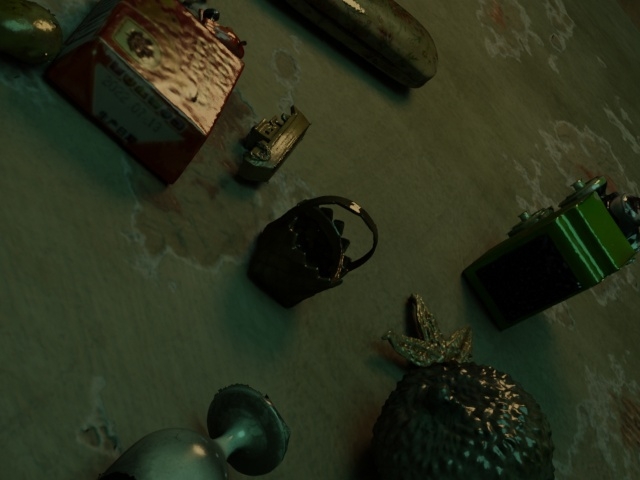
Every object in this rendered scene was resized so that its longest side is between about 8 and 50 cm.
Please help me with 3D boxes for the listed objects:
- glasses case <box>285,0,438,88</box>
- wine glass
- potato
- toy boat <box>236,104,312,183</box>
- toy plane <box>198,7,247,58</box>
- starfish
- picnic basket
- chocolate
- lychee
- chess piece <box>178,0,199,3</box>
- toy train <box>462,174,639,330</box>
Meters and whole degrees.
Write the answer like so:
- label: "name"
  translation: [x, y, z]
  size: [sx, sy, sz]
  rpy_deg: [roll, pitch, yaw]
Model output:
- label: "glasses case"
  translation: [0.059, -0.431, 2.084]
  size: [0.425, 0.098, 0.156]
  rpy_deg: [30, 39, -31]
- label: "wine glass"
  translation: [-0.145, 0.258, 1.251]
  size: [0.126, 0.126, 0.241]
  rpy_deg: [59, 33, 5]
- label: "potato"
  translation: [-0.394, -0.274, 1.436]
  size: [0.138, 0.070, 0.091]
  rpy_deg: [10, 40, -47]
- label: "toy boat"
  translation: [-0.077, -0.154, 1.731]
  size: [0.072, 0.064, 0.206]
  rpy_deg: [33, 35, -1]
- label: "toy plane"
  translation: [-0.201, -0.333, 1.714]
  size: [0.194, 0.077, 0.126]
  rpy_deg: [42, 50, -18]
- label: "starfish"
  translation: [0.205, 0.192, 1.790]
  size: [0.295, 0.048, 0.231]
  rpy_deg: [41, 37, -22]
- label: "picnic basket"
  translation: [0.000, 0.000, 1.586]
  size: [0.128, 0.178, 0.138]
  rpy_deg: [40, 37, -22]
- label: "chocolate"
  translation: [-0.232, -0.239, 1.572]
  size: [0.235, 0.108, 0.237]
  rpy_deg: [44, 35, -19]
- label: "lychee"
  translation: [0.199, 0.296, 1.547]
  size: [0.255, 0.255, 0.274]
  rpy_deg: [-82, 159, -45]
- label: "chess piece"
  translation: [-0.204, -0.400, 1.804]
  size: [0.035, 0.035, 0.092]
  rpy_deg: [55, 38, 0]
- label: "toy train"
  translation: [0.424, 0.017, 1.982]
  size: [0.249, 0.307, 0.173]
  rpy_deg: [-31, 88, -47]
